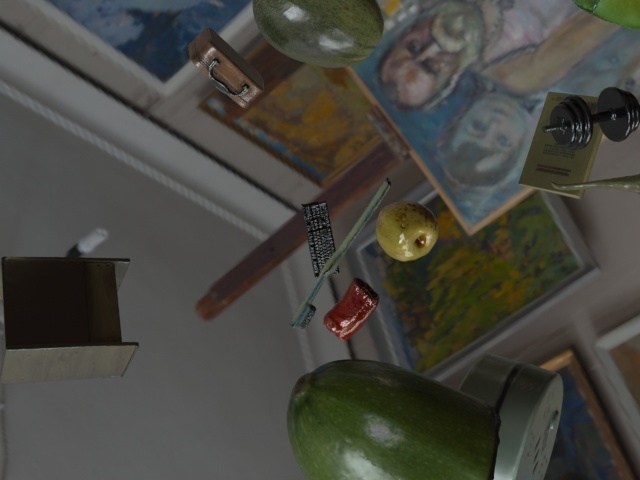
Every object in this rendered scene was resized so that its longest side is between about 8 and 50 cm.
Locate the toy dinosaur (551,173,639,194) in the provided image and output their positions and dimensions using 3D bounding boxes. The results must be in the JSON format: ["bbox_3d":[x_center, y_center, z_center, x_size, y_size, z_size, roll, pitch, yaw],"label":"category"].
[{"bbox_3d":[0.589,-0.094,1.675,0.251,0.200,0.072,-3,-96,-17],"label":"toy dinosaur"}]

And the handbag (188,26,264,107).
[{"bbox_3d":[-0.219,-0.403,2.149,0.193,0.072,0.151,42,-164,-28],"label":"handbag"}]

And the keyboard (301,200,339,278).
[{"bbox_3d":[0.000,0.000,2.051,0.018,0.060,0.195,-99,-2,-59],"label":"keyboard"}]

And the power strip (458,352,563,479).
[{"bbox_3d":[0.355,0.410,1.808,0.161,0.357,0.357,16,-172,26],"label":"power strip"}]

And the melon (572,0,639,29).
[{"bbox_3d":[0.573,-0.452,1.580,0.323,0.124,0.196,1,-123,-23],"label":"melon"}]

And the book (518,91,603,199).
[{"bbox_3d":[0.558,-0.220,2.079,0.161,0.231,0.026,18,178,41],"label":"book"}]

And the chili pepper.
[{"bbox_3d":[0.058,0.137,1.780,0.073,0.123,0.070,36,-164,-13],"label":"chili pepper"}]

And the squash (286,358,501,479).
[{"bbox_3d":[0.078,0.335,1.444,0.309,0.310,0.310,23,-151,-6],"label":"squash"}]

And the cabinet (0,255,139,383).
[{"bbox_3d":[-0.441,0.139,1.575,0.215,0.148,0.175,0,-121,-24],"label":"cabinet"}]

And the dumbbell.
[{"bbox_3d":[0.484,-0.215,1.602,0.099,0.208,0.099,167,90,-75],"label":"dumbbell"}]

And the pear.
[{"bbox_3d":[0.231,-0.032,2.485,0.178,0.178,0.178,42,-155,-25],"label":"pear"}]

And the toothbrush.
[{"bbox_3d":[0.034,0.021,1.511,0.028,0.294,0.026,30,-179,-34],"label":"toothbrush"}]

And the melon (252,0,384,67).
[{"bbox_3d":[-0.007,-0.544,2.178,0.329,0.248,0.248,25,-150,-13],"label":"melon"}]
